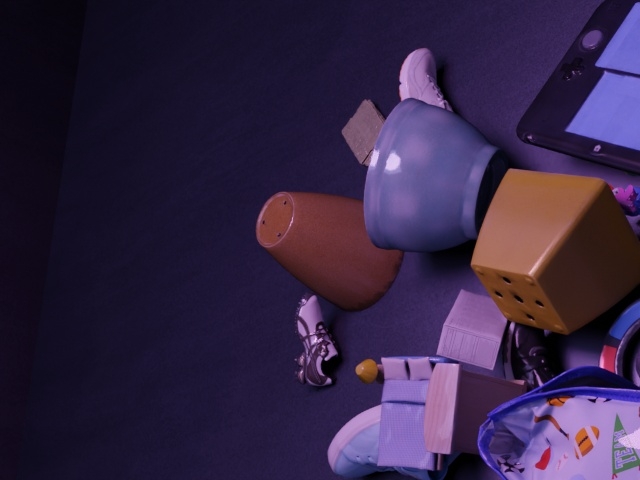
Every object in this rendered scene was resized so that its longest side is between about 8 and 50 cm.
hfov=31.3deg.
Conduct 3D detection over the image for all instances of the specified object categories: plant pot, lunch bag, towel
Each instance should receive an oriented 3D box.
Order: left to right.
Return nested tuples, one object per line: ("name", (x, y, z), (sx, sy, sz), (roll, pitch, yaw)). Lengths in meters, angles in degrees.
("plant pot", (0.000, 0.000, 2.341), (0.237, 0.254, 0.237), (-26, 54, 41))
("towel", (0.104, -0.238, 2.527), (0.110, 0.027, 0.148), (-52, 40, 19))
("plant pot", (0.232, -0.104, 2.128), (0.196, 0.293, 0.293), (15, 82, 25))
("plant pot", (0.374, 0.030, 1.859), (0.187, 0.212, 0.212), (-50, 33, -20))
("lunch bag", (0.451, 0.325, 1.563), (0.385, 0.328, 0.239), (-2, 65, 52))

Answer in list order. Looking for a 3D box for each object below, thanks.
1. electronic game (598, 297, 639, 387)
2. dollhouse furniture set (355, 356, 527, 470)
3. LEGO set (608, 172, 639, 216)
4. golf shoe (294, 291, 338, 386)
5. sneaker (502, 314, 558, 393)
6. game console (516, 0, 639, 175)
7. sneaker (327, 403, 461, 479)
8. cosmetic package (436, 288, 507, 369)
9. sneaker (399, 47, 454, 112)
("electronic game", (0.530, 0.186, 1.771), (0.229, 0.048, 0.229), (-26, 53, 40))
("dollhouse furniture set", (0.148, 0.325, 1.866), (0.303, 0.198, 0.286), (-3, 75, 43))
("LEGO set", (0.551, -0.111, 1.866), (0.093, 0.087, 0.227), (23, 72, 46))
("golf shoe", (-0.001, 0.205, 2.364), (0.094, 0.077, 0.198), (5, 101, 33))
("sneaker", (0.379, 0.254, 1.893), (0.124, 0.107, 0.283), (-9, 71, 37))
("game console", (0.548, -0.266, 1.895), (0.342, 0.060, 0.386), (-51, 38, -11))
("sneaker", (0.153, 0.375, 2.056), (0.366, 0.135, 0.150), (-37, 43, 34))
("cosmetic package", (0.266, 0.149, 1.951), (0.099, 0.239, 0.060), (17, 105, 11))
("sneaker", (0.232, -0.276, 2.351), (0.121, 0.099, 0.262), (-8, 72, 40))
